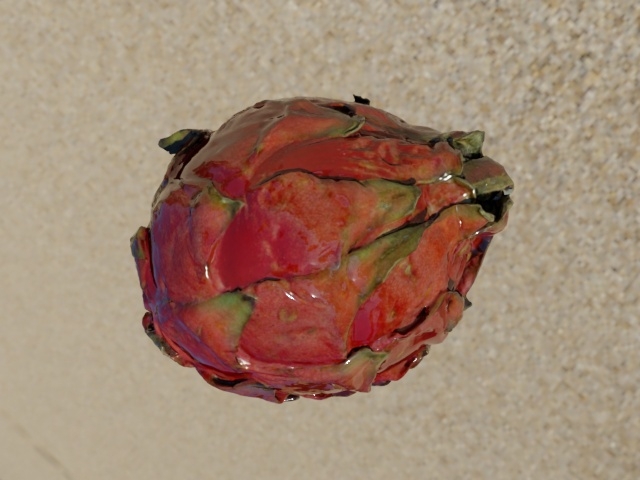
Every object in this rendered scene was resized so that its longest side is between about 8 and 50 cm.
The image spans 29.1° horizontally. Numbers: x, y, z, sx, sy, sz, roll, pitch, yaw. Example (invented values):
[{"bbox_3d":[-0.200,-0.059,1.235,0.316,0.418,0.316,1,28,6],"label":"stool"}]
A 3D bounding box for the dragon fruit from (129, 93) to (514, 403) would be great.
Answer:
[{"bbox_3d":[0.000,0.000,0.938,0.244,0.299,0.244,62,-173,-14],"label":"dragon fruit"}]
